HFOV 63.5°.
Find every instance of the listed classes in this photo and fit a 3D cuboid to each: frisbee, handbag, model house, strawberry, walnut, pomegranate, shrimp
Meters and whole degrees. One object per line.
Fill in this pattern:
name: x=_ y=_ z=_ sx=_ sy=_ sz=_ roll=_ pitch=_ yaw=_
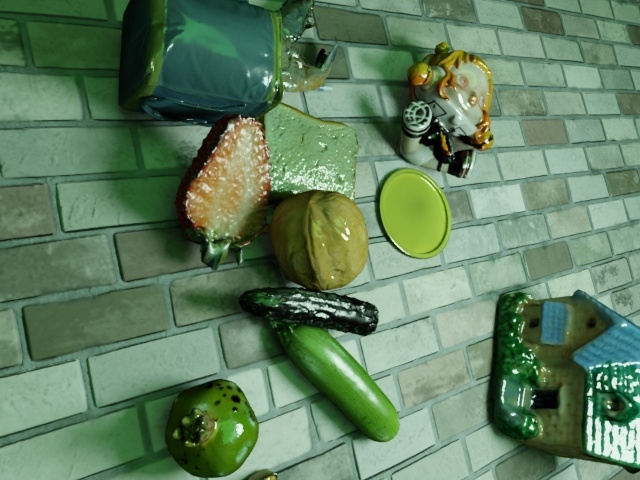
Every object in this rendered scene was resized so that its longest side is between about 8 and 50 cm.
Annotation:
frisbee: x=0.239 y=-0.067 z=1.297 sx=0.236 sy=0.017 sz=0.236 roll=7 pitch=75 yaw=-30
handbag: x=-0.220 y=-0.327 z=0.928 sx=0.241 sy=0.263 sz=0.222 roll=2 pitch=84 yaw=-33
model house: x=0.660 y=0.338 z=1.272 sx=0.335 sy=0.343 sz=0.382 roll=27 pitch=66 yaw=-25
strawberry: x=-0.182 y=-0.094 z=0.958 sx=0.188 sy=0.106 sz=0.286 roll=4 pitch=107 yaw=-42
walnut: x=0.000 y=0.000 z=1.016 sx=0.193 sy=0.225 sz=0.193 roll=-2 pitch=55 yaw=3
pomegranate: x=-0.184 y=0.307 z=0.853 sx=0.159 sy=0.205 sz=0.159 roll=-1 pitch=71 yaw=4
shrimp: x=-0.035 y=-0.448 z=1.174 sx=0.178 sy=0.075 sz=0.289 roll=40 pitch=56 yaw=-23

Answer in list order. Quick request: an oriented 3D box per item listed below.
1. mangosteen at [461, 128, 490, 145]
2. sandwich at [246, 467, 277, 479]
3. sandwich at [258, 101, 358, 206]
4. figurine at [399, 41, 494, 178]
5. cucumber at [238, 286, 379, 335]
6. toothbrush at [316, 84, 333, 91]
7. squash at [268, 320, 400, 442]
mangosteen: x=0.427 y=-0.301 z=1.434 sx=0.081 sy=0.081 sz=0.081 roll=8 pitch=75 yaw=-30
sandwich: x=-0.164 y=0.500 z=0.896 sx=0.162 sy=0.058 sz=0.193 roll=14 pitch=74 yaw=-28
sandwich: x=-0.036 y=-0.170 z=1.111 sx=0.251 sy=0.087 sz=0.226 roll=12 pitch=72 yaw=-29
figurine: x=0.315 y=-0.341 z=1.304 sx=0.320 sy=0.196 sz=0.323 roll=36 pitch=68 yaw=-31
cucumber: x=-0.014 y=0.130 z=0.987 sx=0.303 sy=0.081 sz=0.072 roll=16 pitch=47 yaw=-37
toothbrush: x=-0.087 y=-0.352 z=1.160 sx=0.276 sy=0.019 sz=0.025 roll=-2 pitch=85 yaw=-32
squash: x=0.036 y=0.275 z=1.048 sx=0.378 sy=0.101 sz=0.101 roll=48 pitch=59 yaw=-12
